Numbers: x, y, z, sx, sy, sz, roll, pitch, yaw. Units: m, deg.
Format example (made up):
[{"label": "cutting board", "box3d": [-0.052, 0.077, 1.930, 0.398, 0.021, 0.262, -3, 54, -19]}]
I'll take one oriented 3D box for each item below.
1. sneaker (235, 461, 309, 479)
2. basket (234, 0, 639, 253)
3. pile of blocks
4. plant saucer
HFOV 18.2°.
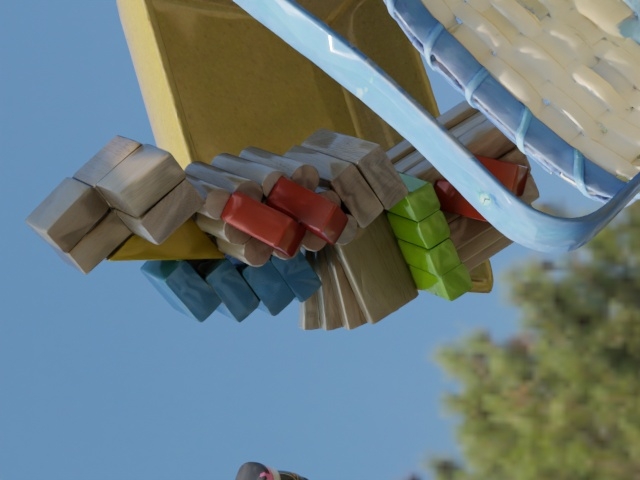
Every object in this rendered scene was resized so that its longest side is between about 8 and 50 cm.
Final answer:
[{"label": "sneaker", "box3d": [-0.044, 0.290, 1.791, 0.077, 0.072, 0.178, 9, -79, -31]}, {"label": "basket", "box3d": [0.113, -0.136, 1.056, 0.289, 0.255, 0.201, -36, -20, -34]}, {"label": "pile of blocks", "box3d": [0.000, 0.000, 1.291, 0.362, 0.113, 0.149, -7, -76, -26]}, {"label": "plant saucer", "box3d": [-0.030, -0.097, 1.651, 0.333, 0.081, 0.332, 4, -118, -48]}]
